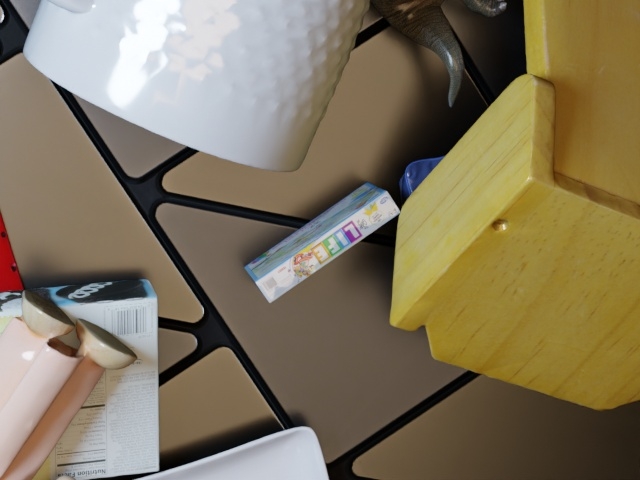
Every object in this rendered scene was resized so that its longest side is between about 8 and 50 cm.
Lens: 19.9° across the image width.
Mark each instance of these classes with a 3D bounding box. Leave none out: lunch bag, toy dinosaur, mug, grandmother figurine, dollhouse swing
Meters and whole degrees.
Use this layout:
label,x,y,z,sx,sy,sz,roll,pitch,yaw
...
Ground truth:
label,x,y,z,sx,sy,sz,roll,pitch,yaw
lunch bag,0.129,-0.049,1.822,0.098,0.065,0.067,-8,82,-7
toy dinosaur,0.099,-0.291,1.778,0.160,0.121,0.313,-1,102,3
mug,-0.112,-0.274,1.603,0.374,0.276,0.328,14,105,-44
grandmother figurine,-0.320,0.216,1.676,0.208,0.104,0.342,30,93,-16
dollhouse swing,0.260,-0.063,1.798,0.347,0.305,0.315,18,132,-29

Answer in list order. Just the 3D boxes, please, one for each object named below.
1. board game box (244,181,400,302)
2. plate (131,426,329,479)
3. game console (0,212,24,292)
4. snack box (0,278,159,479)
label,x,y,z,sx,sy,sz,roll,pitch,yaw
board game box,0.000,0.000,1.788,0.154,0.103,0.026,-35,101,-3
plate,-0.105,0.350,1.847,0.278,0.045,0.277,-17,100,-6
game console,-0.373,0.029,1.782,0.124,0.085,0.144,-11,100,24
snack box,-0.316,0.145,1.741,0.322,0.060,0.187,-4,109,-18
